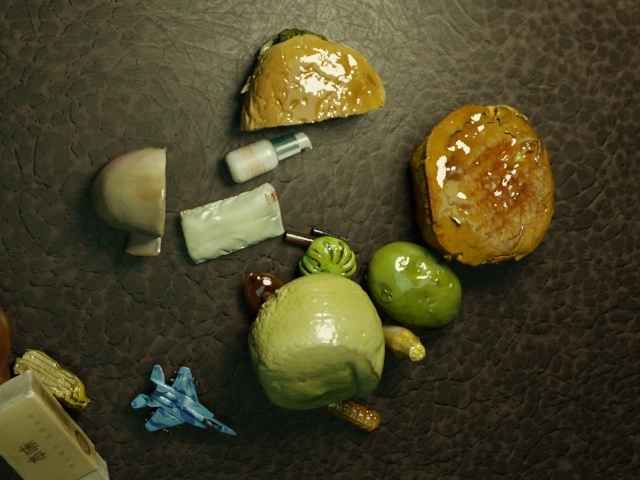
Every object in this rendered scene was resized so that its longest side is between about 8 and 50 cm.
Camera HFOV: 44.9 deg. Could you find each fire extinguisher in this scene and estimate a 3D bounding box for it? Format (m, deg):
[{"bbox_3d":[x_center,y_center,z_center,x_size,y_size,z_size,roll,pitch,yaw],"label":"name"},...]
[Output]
[{"bbox_3d":[0.000,0.000,1.812,0.173,0.035,0.049,14,57,-14],"label":"fire extinguisher"}]

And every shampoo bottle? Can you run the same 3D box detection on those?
[{"bbox_3d":[-0.116,-0.194,1.729,0.192,0.074,0.074,-24,103,-7],"label":"shampoo bottle"}]

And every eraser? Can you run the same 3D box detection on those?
[{"bbox_3d":[-0.594,0.440,1.665,0.144,0.078,0.343,-29,126,-7],"label":"eraser"}]

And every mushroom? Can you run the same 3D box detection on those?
[{"bbox_3d":[-0.407,-0.078,1.633,0.162,0.173,0.236,2,99,-11],"label":"mushroom"}]

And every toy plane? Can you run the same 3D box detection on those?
[{"bbox_3d":[-0.301,0.387,1.783,0.246,0.078,0.169,31,91,-22],"label":"toy plane"}]

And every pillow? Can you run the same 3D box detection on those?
[{"bbox_3d":[-0.199,-0.038,1.748,0.229,0.051,0.128,-20,110,-8],"label":"pillow"}]

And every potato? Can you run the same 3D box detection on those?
[{"bbox_3d":[0.218,0.105,1.813,0.186,0.148,0.253,-43,108,0],"label":"potato"}]

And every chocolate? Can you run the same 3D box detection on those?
[{"bbox_3d":[0.189,0.241,1.794,0.086,0.219,0.085,-1,96,-11],"label":"chocolate"}]

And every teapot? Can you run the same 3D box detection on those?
[{"bbox_3d":[-0.127,0.126,1.776,0.098,0.078,0.129,-41,105,-4],"label":"teapot"}]

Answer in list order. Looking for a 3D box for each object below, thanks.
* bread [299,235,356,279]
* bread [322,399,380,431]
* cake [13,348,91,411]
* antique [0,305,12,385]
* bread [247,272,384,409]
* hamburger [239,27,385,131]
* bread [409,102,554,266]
[{"bbox_3d":[0.014,0.058,1.781,0.139,0.071,0.130,-39,121,24],"label":"bread"},{"bbox_3d":[0.075,0.418,1.887,0.157,0.044,0.052,29,86,-16],"label":"bread"},{"bbox_3d":[-0.582,0.313,1.726,0.185,0.116,0.079,21,71,13],"label":"cake"},{"bbox_3d":[-0.761,0.207,1.619,0.223,0.129,0.278,-33,105,-6],"label":"antique"},{"bbox_3d":[-0.008,0.227,1.722,0.321,0.237,0.320,-7,134,-7],"label":"bread"},{"bbox_3d":[-0.033,-0.357,1.678,0.330,0.162,0.209,-14,103,-5],"label":"hamburger"},{"bbox_3d":[0.354,-0.124,1.766,0.337,0.204,0.358,-6,93,-26],"label":"bread"}]
